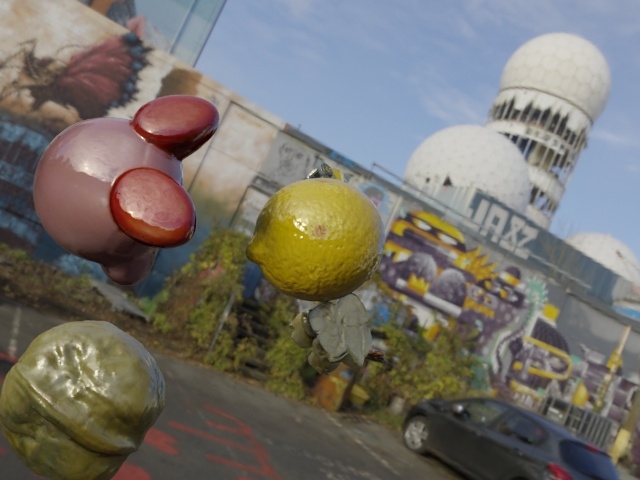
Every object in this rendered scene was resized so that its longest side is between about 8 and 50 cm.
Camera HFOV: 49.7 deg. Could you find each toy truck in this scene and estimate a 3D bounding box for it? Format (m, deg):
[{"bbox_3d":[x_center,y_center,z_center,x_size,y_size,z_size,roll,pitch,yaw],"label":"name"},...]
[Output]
[{"bbox_3d":[0.022,-0.089,1.689,0.114,0.098,0.226,29,36,-35],"label":"toy truck"}]

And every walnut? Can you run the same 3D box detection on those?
[{"bbox_3d":[-0.439,0.295,1.272,0.277,0.282,0.253,39,-27,9],"label":"walnut"}]

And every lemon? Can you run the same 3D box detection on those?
[{"bbox_3d":[-0.007,0.001,1.262,0.254,0.228,0.228,-8,17,-39],"label":"lemon"}]

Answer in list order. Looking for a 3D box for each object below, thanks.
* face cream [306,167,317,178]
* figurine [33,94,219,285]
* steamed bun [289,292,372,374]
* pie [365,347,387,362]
[{"bbox_3d":[0.012,-0.156,1.972,0.115,0.038,0.020,44,-3,-3],"label":"face cream"},{"bbox_3d":[-0.304,-0.084,1.017,0.211,0.269,0.261,23,-38,-23],"label":"figurine"},{"bbox_3d":[0.026,0.217,1.586,0.106,0.178,0.192,-23,-85,48],"label":"steamed bun"},{"bbox_3d":[0.117,0.316,1.977,0.170,0.034,0.092,19,-17,-6],"label":"pie"}]
